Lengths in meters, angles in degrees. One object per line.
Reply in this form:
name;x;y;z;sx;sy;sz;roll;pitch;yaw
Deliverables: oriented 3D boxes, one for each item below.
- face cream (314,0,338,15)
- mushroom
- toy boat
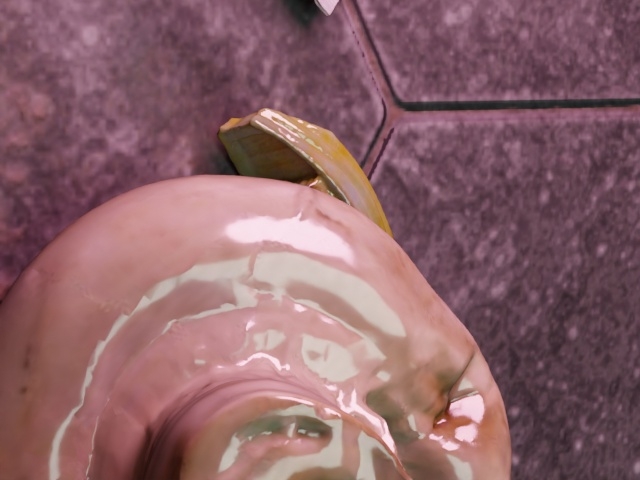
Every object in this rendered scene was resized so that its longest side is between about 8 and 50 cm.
face cream;-0.035;-0.236;0.839;0.092;0.058;0.243;-57;130;-22
mushroom;-0.025;0.120;0.751;0.293;0.290;0.292;-3;98;-19
toy boat;0.000;0.000;0.895;0.066;0.065;0.172;-48;118;-36
